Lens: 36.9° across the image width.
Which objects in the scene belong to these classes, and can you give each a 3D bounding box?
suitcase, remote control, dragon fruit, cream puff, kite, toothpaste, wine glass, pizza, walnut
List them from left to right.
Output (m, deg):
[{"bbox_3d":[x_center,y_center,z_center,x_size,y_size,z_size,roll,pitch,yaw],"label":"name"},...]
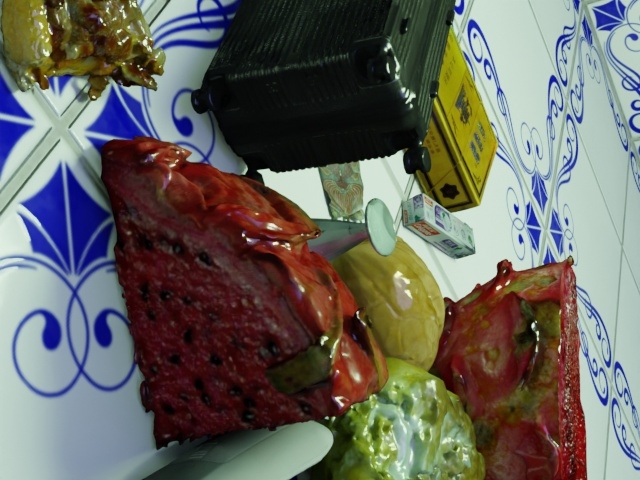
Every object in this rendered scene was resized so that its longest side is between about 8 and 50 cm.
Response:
[{"bbox_3d":[-0.197,-0.188,0.854,0.194,0.069,0.154,21,61,-55],"label":"pizza"},{"bbox_3d":[-0.105,0.206,0.839,0.313,0.109,0.055,-11,90,-61],"label":"remote control"},{"bbox_3d":[-0.097,0.047,0.874,0.240,0.302,0.330,-39,101,-23],"label":"dragon fruit"},{"bbox_3d":[0.000,0.000,1.050,0.073,0.155,0.073,26,57,-50],"label":"wine glass"},{"bbox_3d":[0.022,-0.224,1.091,0.335,0.229,0.152,-73,148,-42],"label":"suitcase"},{"bbox_3d":[0.032,-0.037,1.266,0.127,0.016,0.229,11,68,-56],"label":"kite"},{"bbox_3d":[0.067,0.084,1.144,0.207,0.159,0.159,64,32,-32],"label":"walnut"},{"bbox_3d":[0.062,0.271,1.034,0.282,0.185,0.282,23,63,-54],"label":"cream puff"},{"bbox_3d":[0.188,-0.020,1.503,0.196,0.040,0.047,28,53,-55],"label":"toothpaste"},{"bbox_3d":[0.244,0.204,1.300,0.386,0.249,0.371,-46,133,-65],"label":"dragon fruit"}]

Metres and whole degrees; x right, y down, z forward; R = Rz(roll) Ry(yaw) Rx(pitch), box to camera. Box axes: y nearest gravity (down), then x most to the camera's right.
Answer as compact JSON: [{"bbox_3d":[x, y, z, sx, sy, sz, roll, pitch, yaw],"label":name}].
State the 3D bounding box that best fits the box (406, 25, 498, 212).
[{"bbox_3d":[0.182,-0.217,1.513,0.301,0.084,0.193,62,33,-27],"label":"box"}]
